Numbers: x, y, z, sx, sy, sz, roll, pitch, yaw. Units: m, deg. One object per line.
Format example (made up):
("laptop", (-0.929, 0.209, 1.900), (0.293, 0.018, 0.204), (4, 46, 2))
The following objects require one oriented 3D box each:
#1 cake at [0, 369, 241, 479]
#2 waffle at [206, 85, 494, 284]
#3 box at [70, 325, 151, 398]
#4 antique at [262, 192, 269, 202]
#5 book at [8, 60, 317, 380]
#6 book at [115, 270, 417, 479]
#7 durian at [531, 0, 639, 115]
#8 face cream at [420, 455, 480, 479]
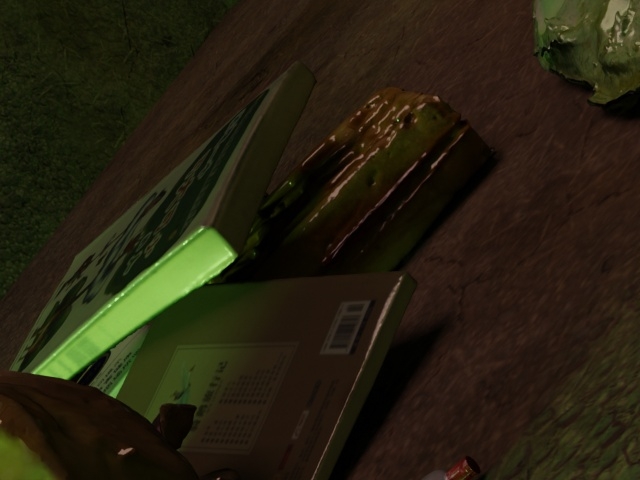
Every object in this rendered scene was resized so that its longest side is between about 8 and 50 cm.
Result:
("cake", (-0.190, 0.245, 1.157), (0.332, 0.332, 0.321), (-44, -24, 17))
("waffle", (0.000, 0.000, 1.558), (0.328, 0.098, 0.224), (-49, 14, 2))
("box", (-0.215, 0.166, 1.825), (0.168, 0.071, 0.259), (-51, 14, -11))
("antique", (-0.104, 0.015, 1.746), (0.148, 0.146, 0.152), (-48, 13, 11))
("book", (-0.161, 0.010, 1.573), (0.371, 0.043, 0.260), (-38, 20, 37))
("book", (-0.071, 0.124, 1.346), (0.310, 0.021, 0.217), (-5, 53, 52))
("durian", (0.222, -0.218, 1.352), (0.198, 0.163, 0.394), (-48, 19, 12))
("face cream", (0.062, 0.159, 1.040), (0.083, 0.021, 0.040), (-43, 14, 21))
